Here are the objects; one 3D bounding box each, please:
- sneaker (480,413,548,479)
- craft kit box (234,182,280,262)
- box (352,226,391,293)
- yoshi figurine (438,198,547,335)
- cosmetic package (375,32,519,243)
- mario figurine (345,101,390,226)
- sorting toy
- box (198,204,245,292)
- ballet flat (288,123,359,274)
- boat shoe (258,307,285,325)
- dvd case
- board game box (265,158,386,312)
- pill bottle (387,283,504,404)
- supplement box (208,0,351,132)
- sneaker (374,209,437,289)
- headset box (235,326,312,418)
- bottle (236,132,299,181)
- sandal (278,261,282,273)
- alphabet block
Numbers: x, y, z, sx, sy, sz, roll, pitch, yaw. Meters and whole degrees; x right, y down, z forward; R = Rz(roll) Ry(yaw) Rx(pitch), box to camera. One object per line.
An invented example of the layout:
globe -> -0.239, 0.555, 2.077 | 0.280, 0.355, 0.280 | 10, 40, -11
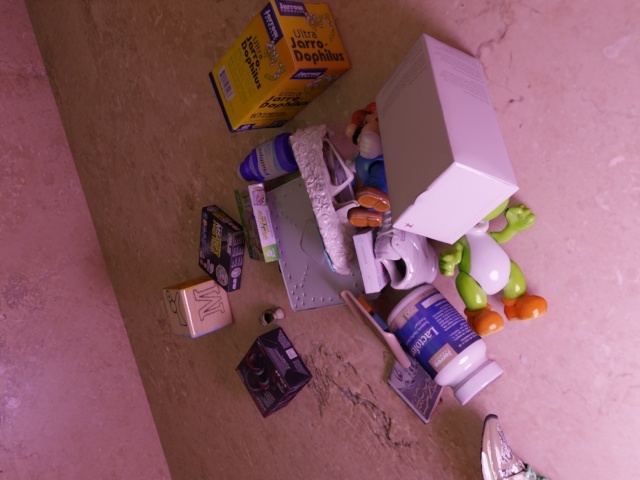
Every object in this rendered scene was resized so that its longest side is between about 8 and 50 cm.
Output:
sneaker -> 0.495, 0.583, 1.231 | 0.182, 0.158, 0.410 | -24, 82, 19
craft kit box -> -0.211, -0.057, 1.776 | 0.250, 0.061, 0.246 | -178, 77, -71
box -> 0.140, 0.040, 1.371 | 0.038, 0.186, 0.145 | -11, 95, 23
yoshi figurine -> 0.345, 0.002, 1.130 | 0.203, 0.203, 0.362 | -22, 84, 35
cosmetic package -> 0.229, -0.203, 1.071 | 0.197, 0.155, 0.365 | -47, 36, 46
mario figurine -> 0.098, -0.196, 1.263 | 0.198, 0.170, 0.320 | -22, 46, 39
sorting toy -> 0.152, 0.231, 1.453 | 0.208, 0.038, 0.193 | 42, 169, 43
box -> -0.377, 0.031, 2.059 | 0.216, 0.060, 0.270 | 36, 129, 36
ballet flat -> 0.032, -0.116, 1.405 | 0.147, 0.147, 0.409 | -26, 81, 50
boat shoe -> -0.184, 0.275, 1.933 | 0.153, 0.048, 0.056 | -21, 87, 50
dvd case -> 0.259, 0.365, 1.456 | 0.164, 0.018, 0.221 | 44, 136, 38
board game box -> 0.000, 0.000, 1.599 | 0.390, 0.050, 0.390 | -17, 87, 48
pill bottle -> 0.294, 0.246, 1.289 | 0.264, 0.153, 0.153 | 49, 135, 25
supplement box -> -0.121, -0.462, 1.480 | 0.356, 0.194, 0.195 | -27, 82, 50
sneaker -> 0.192, -0.028, 1.308 | 0.114, 0.152, 0.305 | -15, 90, 51
headset box -> -0.179, 0.484, 1.954 | 0.218, 0.110, 0.293 | 55, 137, 20
bottle -> -0.162, -0.245, 1.686 | 0.283, 0.092, 0.118 | -11, 96, 50
sandal -> -0.117, 0.069, 1.787 | 0.067, 0.040, 0.179 | 10, 111, 45
alphabet block -> -0.492, 0.261, 2.173 | 0.192, 0.193, 0.197 | -4, 100, 48
